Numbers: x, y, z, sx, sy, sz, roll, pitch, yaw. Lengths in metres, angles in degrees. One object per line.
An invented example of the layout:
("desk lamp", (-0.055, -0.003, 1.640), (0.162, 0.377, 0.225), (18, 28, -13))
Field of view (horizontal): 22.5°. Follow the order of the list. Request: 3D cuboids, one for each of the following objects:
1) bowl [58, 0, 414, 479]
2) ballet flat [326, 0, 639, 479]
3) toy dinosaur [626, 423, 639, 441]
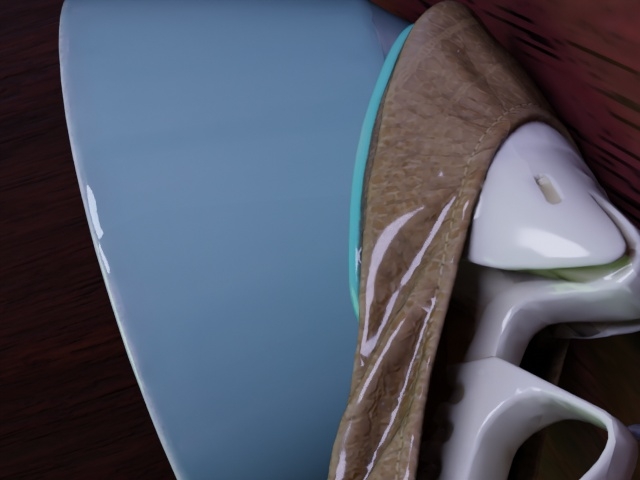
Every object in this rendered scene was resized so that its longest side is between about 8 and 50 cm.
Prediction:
("bowl", (0.000, 0.000, 0.808), (0.311, 0.163, 0.311), (-18, -90, -85))
("ballet flat", (0.064, 0.056, 0.608), (0.116, 0.124, 0.342), (40, -123, -41))
("toy dinosaur", (0.076, 0.203, 0.655), (0.127, 0.296, 0.200), (11, -122, -63))
